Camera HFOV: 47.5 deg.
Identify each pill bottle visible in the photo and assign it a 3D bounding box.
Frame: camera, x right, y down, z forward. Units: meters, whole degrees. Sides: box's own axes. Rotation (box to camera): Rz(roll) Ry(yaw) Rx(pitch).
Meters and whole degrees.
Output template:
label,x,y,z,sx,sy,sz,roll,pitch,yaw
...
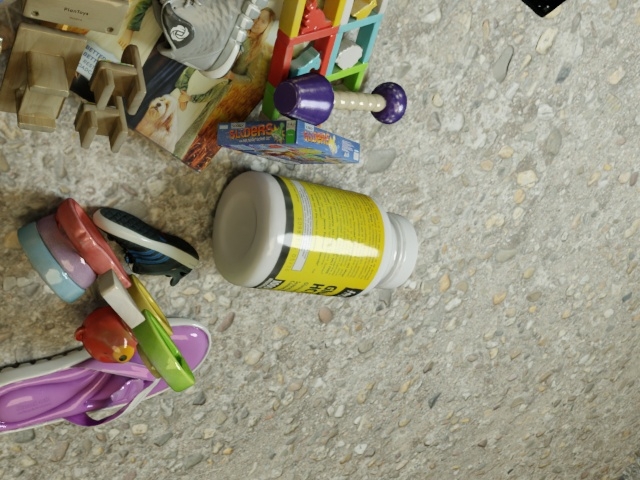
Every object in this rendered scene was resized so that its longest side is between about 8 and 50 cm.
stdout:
label,x,y,z,sx,sy,sz,roll,pitch,yaw
pill bottle,0.000,0.000,1.245,0.333,0.188,0.188,9,117,-36

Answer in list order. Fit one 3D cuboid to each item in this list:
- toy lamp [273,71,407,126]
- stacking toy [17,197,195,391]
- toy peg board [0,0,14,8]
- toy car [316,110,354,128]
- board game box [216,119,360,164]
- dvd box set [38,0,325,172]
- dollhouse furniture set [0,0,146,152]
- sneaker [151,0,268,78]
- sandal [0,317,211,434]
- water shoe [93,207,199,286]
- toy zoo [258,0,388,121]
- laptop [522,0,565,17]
label,x,y,z,sx,sy,sz,roll,pitch,yaw
toy lamp,0.034,-0.211,1.102,0.274,0.080,0.080,-11,130,-51
stacking toy,-0.323,0.111,1.065,0.130,0.279,0.309,-34,130,-8
toy peg board,-0.421,-0.314,0.820,0.161,0.079,0.161,-33,134,-7
toy car,0.009,-0.211,1.196,0.122,0.040,0.060,-40,134,0
board game box,-0.043,-0.146,1.103,0.201,0.136,0.035,5,88,-62
dvd box set,-0.148,-0.328,0.994,0.420,0.062,0.307,-48,135,8
dollhouse furniture set,-0.315,-0.244,0.840,0.212,0.161,0.242,4,145,-34
sneaker,-0.138,-0.318,0.906,0.132,0.086,0.229,12,117,-36
sandal,-0.377,0.258,1.257,0.416,0.102,0.170,-17,130,-22
water shoe,-0.283,0.019,1.158,0.203,0.073,0.080,30,103,-43
toy zoo,0.017,-0.309,1.052,0.192,0.030,0.293,-27,150,-35
laptop,0.398,-0.549,1.211,0.234,0.137,0.264,20,136,-40
